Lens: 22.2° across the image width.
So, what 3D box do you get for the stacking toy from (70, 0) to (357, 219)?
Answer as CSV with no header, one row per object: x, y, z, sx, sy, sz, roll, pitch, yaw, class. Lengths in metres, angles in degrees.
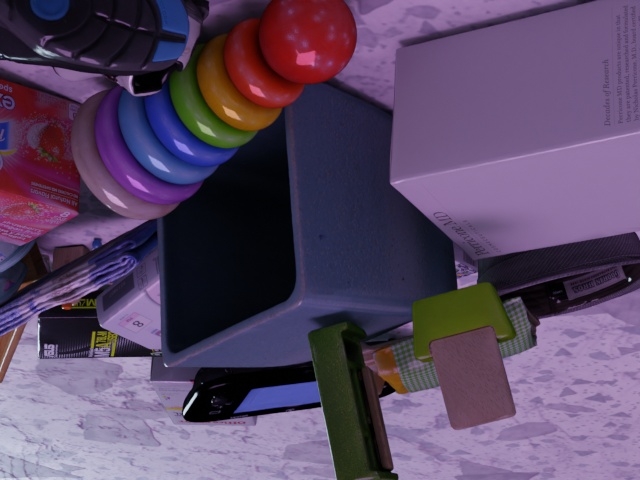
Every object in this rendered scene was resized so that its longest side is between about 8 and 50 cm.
-0.089,-0.141,1.551,0.141,0.141,0.330,25,141,-37,stacking toy

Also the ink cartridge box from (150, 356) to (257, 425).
-0.160,0.201,2.312,0.127,0.072,0.175,0,153,7,ink cartridge box

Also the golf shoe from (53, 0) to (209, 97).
-0.190,-0.173,1.522,0.077,0.094,0.198,25,149,-38,golf shoe

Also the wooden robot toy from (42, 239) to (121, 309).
-0.297,0.052,2.018,0.173,0.079,0.076,-6,152,22,wooden robot toy

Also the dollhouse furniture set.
0.128,0.154,1.644,0.197,0.151,0.301,-16,167,11,dollhouse furniture set

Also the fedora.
0.249,0.001,1.735,0.243,0.124,0.275,-14,167,6,fedora

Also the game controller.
-0.025,0.193,2.190,0.319,0.067,0.166,-5,149,-20,game controller

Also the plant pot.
0.000,0.000,1.698,0.252,0.248,0.247,12,155,-36,plant pot

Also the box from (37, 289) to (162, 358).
-0.279,0.111,2.139,0.184,0.045,0.191,-2,160,-12,box

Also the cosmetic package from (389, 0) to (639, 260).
0.267,-0.111,1.508,0.365,0.155,0.197,-13,151,29,cosmetic package

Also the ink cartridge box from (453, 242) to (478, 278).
0.128,0.031,1.964,0.063,0.029,0.115,26,147,-38,ink cartridge box

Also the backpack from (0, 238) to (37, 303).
-0.401,0.008,1.819,0.188,0.166,0.144,-28,107,16,backpack

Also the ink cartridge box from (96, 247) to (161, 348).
-0.128,0.078,2.011,0.189,0.066,0.232,-37,131,26,ink cartridge box

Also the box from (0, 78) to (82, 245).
-0.376,-0.095,1.643,0.257,0.128,0.122,17,153,-38,box

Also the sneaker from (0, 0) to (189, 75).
-0.282,-0.218,1.440,0.341,0.125,0.139,15,164,-4,sneaker

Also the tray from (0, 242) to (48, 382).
-0.490,0.115,2.101,0.203,0.076,0.411,-16,164,-25,tray

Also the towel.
-0.290,0.051,1.844,0.285,0.034,0.209,-27,-173,17,towel
